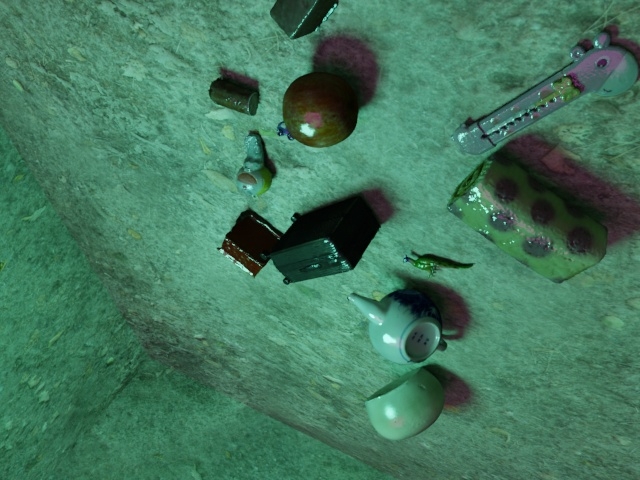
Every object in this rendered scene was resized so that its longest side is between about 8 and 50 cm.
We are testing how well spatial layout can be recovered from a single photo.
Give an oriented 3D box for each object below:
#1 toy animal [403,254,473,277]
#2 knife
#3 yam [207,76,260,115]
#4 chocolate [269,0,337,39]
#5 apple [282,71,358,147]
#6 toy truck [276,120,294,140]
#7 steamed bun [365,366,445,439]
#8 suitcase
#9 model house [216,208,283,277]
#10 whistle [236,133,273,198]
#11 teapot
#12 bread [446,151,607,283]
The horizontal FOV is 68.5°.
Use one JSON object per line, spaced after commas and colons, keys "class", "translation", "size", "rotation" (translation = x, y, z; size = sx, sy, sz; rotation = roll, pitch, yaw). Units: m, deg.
{"class": "toy animal", "translation": [0.369, 0.087, 1.482], "size": [0.216, 0.041, 0.075], "rotation": [9, 134, 24]}
{"class": "knife", "translation": [0.457, -0.285, 1.017], "size": [0.132, 0.038, 0.398], "rotation": [48, 142, -11]}
{"class": "yam", "translation": [-0.253, -0.423, 1.387], "size": [0.141, 0.079, 0.079], "rotation": [22, 141, 16]}
{"class": "chocolate", "translation": [0.005, -0.567, 1.004], "size": [0.112, 0.112, 0.321], "rotation": [46, 141, -9]}
{"class": "apple", "translation": [0.003, -0.330, 1.195], "size": [0.173, 0.188, 0.188], "rotation": [2, 132, 25]}
{"class": "toy truck", "translation": [-0.086, -0.343, 1.365], "size": [0.073, 0.056, 0.090], "rotation": [23, 128, 9]}
{"class": "steamed bun", "translation": [0.347, 0.662, 1.877], "size": [0.207, 0.324, 0.324], "rotation": [60, 144, 13]}
{"class": "suitcase", "translation": [0.000, 0.000, 1.512], "size": [0.334, 0.230, 0.152], "rotation": [-17, 120, 47]}
{"class": "model house", "translation": [-0.287, 0.036, 1.832], "size": [0.196, 0.160, 0.254], "rotation": [38, 144, -4]}
{"class": "whistle", "translation": [-0.222, -0.236, 1.538], "size": [0.122, 0.123, 0.223], "rotation": [17, 124, 23]}
{"class": "teapot", "translation": [0.276, 0.283, 1.617], "size": [0.423, 0.253, 0.280], "rotation": [28, -176, -28]}
{"class": "bread", "translation": [0.495, -0.048, 1.144], "size": [0.338, 0.155, 0.187], "rotation": [34, 147, 1]}
